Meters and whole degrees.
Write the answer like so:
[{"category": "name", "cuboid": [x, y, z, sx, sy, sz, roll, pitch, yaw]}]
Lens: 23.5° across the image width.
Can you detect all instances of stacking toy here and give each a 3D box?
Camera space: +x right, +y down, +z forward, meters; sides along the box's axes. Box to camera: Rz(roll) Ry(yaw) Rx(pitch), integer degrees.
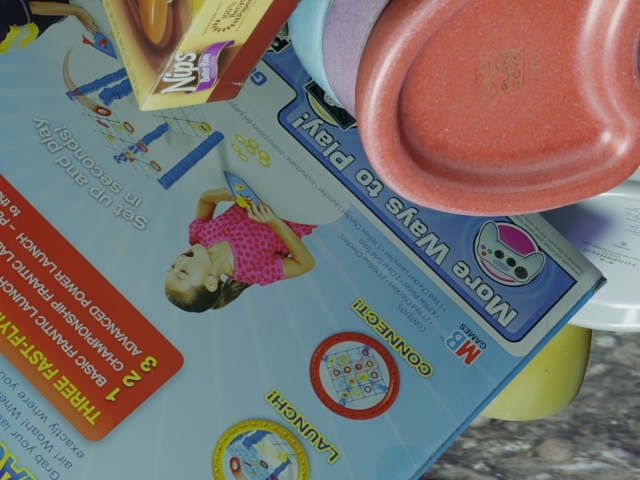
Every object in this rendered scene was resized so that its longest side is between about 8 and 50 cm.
[{"category": "stacking toy", "cuboid": [0.119, -0.175, 0.635, 0.279, 0.130, 0.309, -11, 132, -19]}]

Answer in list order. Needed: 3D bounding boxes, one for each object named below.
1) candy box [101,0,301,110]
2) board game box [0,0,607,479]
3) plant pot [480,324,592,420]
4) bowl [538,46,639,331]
[{"category": "candy box", "cuboid": [-0.067, -0.163, 0.650, 0.053, 0.187, 0.109, -12, 161, -30]}, {"category": "board game box", "cuboid": [-0.075, 0.017, 0.724, 0.308, 0.302, 0.086, 44, 150, 8]}, {"category": "plant pot", "cuboid": [0.122, 0.036, 0.995, 0.134, 0.134, 0.095, 14, 128, -6]}, {"category": "bowl", "cuboid": [0.165, -0.041, 0.834, 0.298, 0.134, 0.298, 7, 150, 4]}]
